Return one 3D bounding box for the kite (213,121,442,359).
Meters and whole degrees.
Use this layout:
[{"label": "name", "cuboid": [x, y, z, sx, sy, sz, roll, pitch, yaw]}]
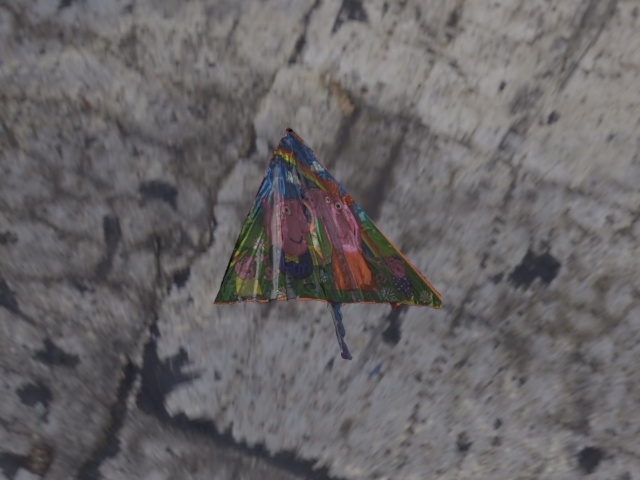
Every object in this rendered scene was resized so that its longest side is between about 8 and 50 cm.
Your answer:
[{"label": "kite", "cuboid": [0.000, 0.000, 1.513, 0.016, 0.321, 0.234, -29, 69, 35]}]
